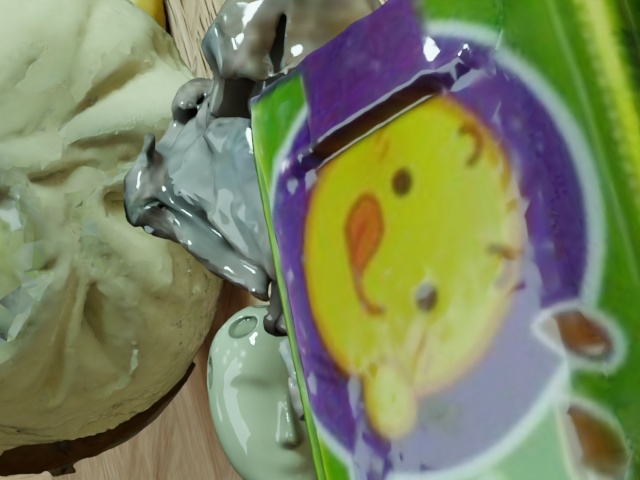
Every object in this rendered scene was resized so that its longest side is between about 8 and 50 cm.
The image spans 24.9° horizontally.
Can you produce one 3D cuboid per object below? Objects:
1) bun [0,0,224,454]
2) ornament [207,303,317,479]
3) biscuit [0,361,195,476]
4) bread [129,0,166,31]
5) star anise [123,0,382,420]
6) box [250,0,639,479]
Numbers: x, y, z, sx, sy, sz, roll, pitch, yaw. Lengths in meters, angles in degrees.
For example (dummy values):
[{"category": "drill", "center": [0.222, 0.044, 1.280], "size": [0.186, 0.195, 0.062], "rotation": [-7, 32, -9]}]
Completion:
[{"category": "bun", "center": [-0.230, -0.022, 0.890], "size": [0.211, 0.359, 0.360], "rotation": [-164, 67, -80]}, {"category": "ornament", "center": [-0.016, 0.110, 0.736], "size": [0.081, 0.074, 0.156], "rotation": [-169, 73, -84]}, {"category": "biscuit", "center": [-0.272, 0.017, 1.050], "size": [0.366, 0.268, 0.115], "rotation": [58, 173, -7]}, {"category": "bread", "center": [-0.163, -0.149, 1.093], "size": [0.173, 0.085, 0.134], "rotation": [113, 145, -63]}, {"category": "star anise", "center": [-0.002, -0.003, 0.572], "size": [0.198, 0.110, 0.258], "rotation": [104, 147, -52]}, {"category": "box", "center": [0.075, 0.107, 0.347], "size": [0.134, 0.097, 0.346], "rotation": [-30, 65, 42]}]
